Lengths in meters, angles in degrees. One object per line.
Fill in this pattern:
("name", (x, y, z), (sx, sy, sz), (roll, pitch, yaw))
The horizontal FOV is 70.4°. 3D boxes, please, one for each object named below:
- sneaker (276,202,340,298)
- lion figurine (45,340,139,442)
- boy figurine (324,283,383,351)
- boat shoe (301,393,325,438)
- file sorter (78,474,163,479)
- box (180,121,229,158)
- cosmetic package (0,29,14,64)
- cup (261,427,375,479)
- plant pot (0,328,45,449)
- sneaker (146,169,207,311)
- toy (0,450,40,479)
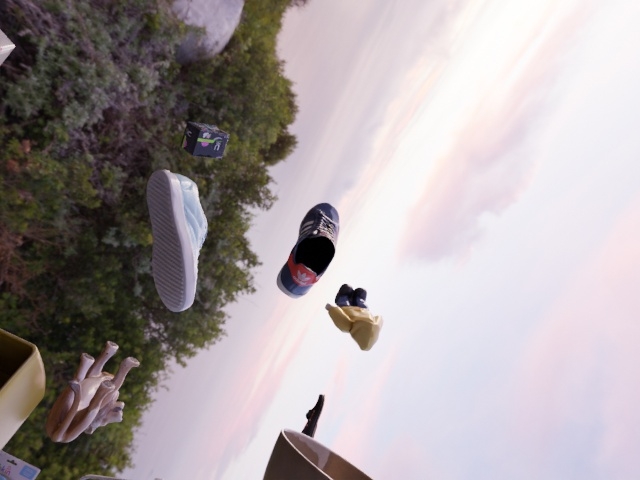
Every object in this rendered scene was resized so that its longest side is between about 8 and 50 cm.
("sneaker", (0.000, 0.000, 1.266), (0.148, 0.131, 0.350), (-47, -164, 48))
("lion figurine", (-0.562, 0.385, 1.076), (0.240, 0.142, 0.392), (-56, 178, -7))
("boy figurine", (0.099, 0.215, 1.289), (0.285, 0.177, 0.092), (-105, -148, -75))
("boat shoe", (-0.019, 0.467, 1.208), (0.049, 0.042, 0.133), (100, 12, -52))
("file sorter", (-0.403, 0.554, 0.794), (0.277, 0.173, 0.193), (138, -37, -74))
("box", (-0.257, -0.223, 1.011), (0.083, 0.052, 0.062), (-9, 129, -53))
("cosmetic package", (-0.801, -0.395, 0.914), (0.129, 0.153, 0.296), (-32, -156, 20))
("cup", (0.002, 0.551, 0.850), (0.237, 0.331, 0.331), (-57, -178, -13))
("plant pot", (-0.631, 0.276, 0.808), (0.187, 0.212, 0.212), (101, 14, -53))
("sneaker", (-0.346, -0.003, 1.184), (0.150, 0.135, 0.366), (3, 78, -54))
("toy", (-0.794, 0.622, 1.046), (0.237, 0.136, 0.056), (-62, -173, -23))
